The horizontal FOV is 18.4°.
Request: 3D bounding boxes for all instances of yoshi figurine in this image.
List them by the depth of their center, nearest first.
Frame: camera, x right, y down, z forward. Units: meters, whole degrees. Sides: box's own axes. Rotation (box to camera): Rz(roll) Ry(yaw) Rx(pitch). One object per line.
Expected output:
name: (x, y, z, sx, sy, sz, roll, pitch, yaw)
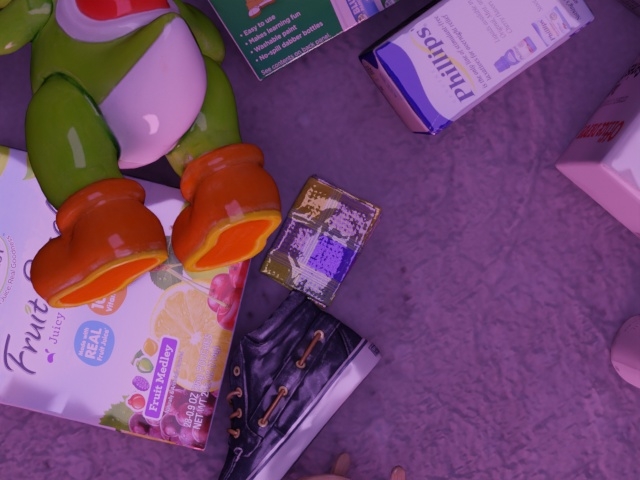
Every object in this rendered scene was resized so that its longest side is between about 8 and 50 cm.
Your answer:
yoshi figurine: (-0.171, -0.137, 1.312, 0.203, 0.203, 0.362, -23, 80, 11)

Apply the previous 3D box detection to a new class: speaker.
speaker: (0.239, 0.082, 1.361, 0.055, 0.136, 0.055, 0, 91, -3)

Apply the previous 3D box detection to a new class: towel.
towel: (0.000, 0.000, 1.411, 0.060, 0.009, 0.083, 30, 90, -4)

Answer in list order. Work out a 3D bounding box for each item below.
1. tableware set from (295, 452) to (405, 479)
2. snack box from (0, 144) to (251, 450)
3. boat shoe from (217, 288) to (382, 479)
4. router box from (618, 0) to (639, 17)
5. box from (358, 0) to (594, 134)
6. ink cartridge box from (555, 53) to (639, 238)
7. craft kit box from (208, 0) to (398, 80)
tableware set: (-0.007, 0.250, 1.390, 0.128, 0.039, 0.194, -7, 108, -24)
snack box: (-0.159, 0.037, 1.374, 0.207, 0.070, 0.174, 13, 90, -2)
boat shoe: (-0.044, 0.124, 1.391, 0.083, 0.065, 0.183, 39, 87, 5)
router box: (0.187, -0.374, 1.371, 0.335, 0.082, 0.301, 36, 90, -3)
box: (0.104, -0.138, 1.354, 0.137, 0.126, 0.072, -35, 95, -1)
ink cartridge box: (0.295, -0.123, 1.324, 0.117, 0.201, 0.278, 37, 90, -3)
craft kit box: (-0.001, -0.271, 1.318, 0.250, 0.061, 0.247, -29, 100, 21)
